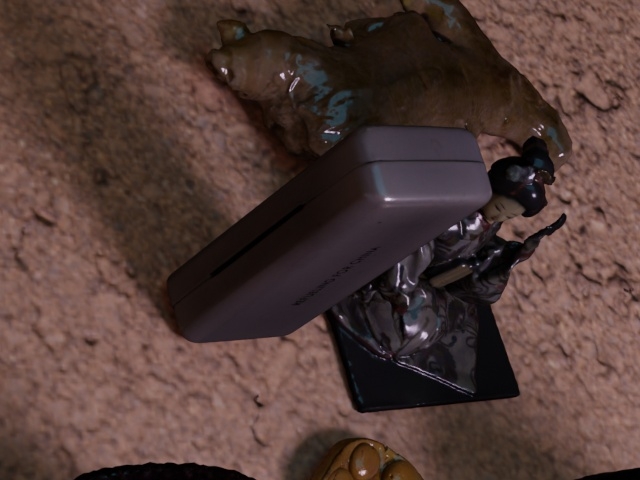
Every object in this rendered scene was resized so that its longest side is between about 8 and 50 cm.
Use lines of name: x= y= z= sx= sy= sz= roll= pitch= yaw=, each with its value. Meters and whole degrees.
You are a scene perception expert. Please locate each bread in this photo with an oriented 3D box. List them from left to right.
bread: x=0.035 y=0.185 z=1.182 sx=0.110 sy=0.024 sz=0.110 roll=18 pitch=55 yaw=-27

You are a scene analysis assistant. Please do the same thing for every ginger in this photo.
ginger: x=0.062 y=-0.122 z=1.354 sx=0.333 sy=0.080 sz=0.166 roll=-8 pitch=80 yaw=-35

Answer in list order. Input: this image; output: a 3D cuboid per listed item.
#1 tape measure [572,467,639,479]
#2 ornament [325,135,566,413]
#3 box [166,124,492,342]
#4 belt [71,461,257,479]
tape measure: x=0.243 y=0.243 z=1.176 sx=0.235 sy=0.207 sz=0.115 roll=37 pitch=51 yaw=-14
ornament: x=0.107 y=0.011 z=1.226 sx=0.166 sy=0.196 sz=0.153 roll=-3 pitch=65 yaw=-36
box: x=0.000 y=0.000 z=1.121 sx=0.103 sy=0.244 sz=0.055 roll=-2 pitch=68 yaw=-36
belt: x=-0.096 y=0.275 z=0.946 sx=0.184 sy=0.164 sz=0.289 roll=10 pitch=55 yaw=1
